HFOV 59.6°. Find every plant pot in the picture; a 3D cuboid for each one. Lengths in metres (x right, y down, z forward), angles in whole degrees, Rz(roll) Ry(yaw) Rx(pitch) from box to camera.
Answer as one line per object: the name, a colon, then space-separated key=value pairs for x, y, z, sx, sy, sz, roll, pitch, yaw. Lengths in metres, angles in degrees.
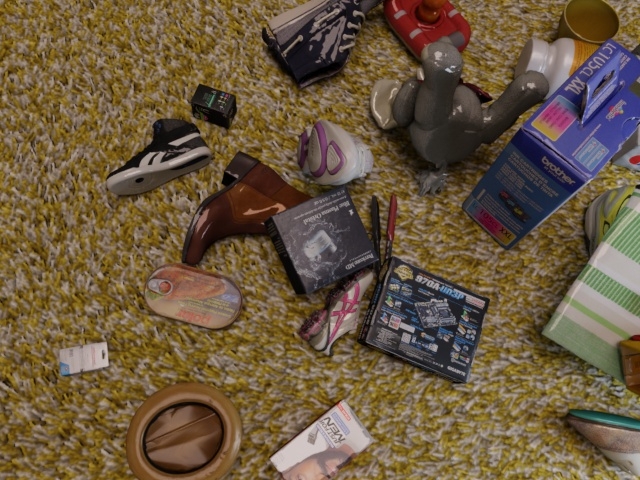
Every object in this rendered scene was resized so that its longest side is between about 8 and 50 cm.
plant pot: x=0.620 y=-0.495 z=1.327 sx=0.134 sy=0.095 sz=0.134 roll=2 pitch=71 yaw=-5

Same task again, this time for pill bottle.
pill bottle: x=0.576 y=-0.376 z=1.261 sx=0.246 sy=0.136 sz=0.136 roll=14 pitch=71 yaw=-1

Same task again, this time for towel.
towel: x=0.594 y=0.098 z=1.031 sx=0.248 sy=0.038 sz=0.324 roll=32 pitch=92 yaw=-3

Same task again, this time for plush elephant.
plush elephant: x=0.249 y=-0.290 z=1.155 sx=0.272 sy=0.330 sz=0.255 roll=2 pitch=48 yaw=-18

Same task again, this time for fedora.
fedora: x=-0.234 y=0.342 z=0.971 sx=0.194 sy=0.079 sz=0.194 roll=4 pitch=69 yaw=-10

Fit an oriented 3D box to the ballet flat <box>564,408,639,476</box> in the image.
ballet flat: x=0.605 y=0.379 z=1.028 sx=0.316 sy=0.107 sz=0.106 roll=6 pitch=85 yaw=-3

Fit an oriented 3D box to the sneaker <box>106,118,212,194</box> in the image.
sneaker: x=-0.345 y=-0.179 z=1.145 sx=0.217 sy=0.079 sz=0.121 roll=-23 pitch=71 yaw=-21

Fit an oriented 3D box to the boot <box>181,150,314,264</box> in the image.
boot: x=-0.105 y=-0.008 z=1.118 sx=0.280 sy=0.096 sz=0.264 roll=31 pitch=65 yaw=-3

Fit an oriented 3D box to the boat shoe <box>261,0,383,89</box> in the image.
boat shoe: x=0.052 y=-0.469 z=1.238 sx=0.341 sy=0.127 sz=0.158 roll=-28 pitch=81 yaw=7

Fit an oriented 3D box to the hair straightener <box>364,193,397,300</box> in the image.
hair straightener: x=0.106 y=0.016 z=1.142 sx=0.089 sy=0.047 sz=0.230 roll=1 pitch=76 yaw=18

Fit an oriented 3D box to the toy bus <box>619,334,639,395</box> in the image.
toy bus: x=0.632 y=0.212 z=0.965 sx=0.191 sy=0.104 sz=0.202 roll=35 pitch=92 yaw=-2

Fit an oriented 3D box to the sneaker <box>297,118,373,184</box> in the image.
sneaker: x=0.045 y=-0.169 z=1.069 sx=0.152 sy=0.305 sz=0.114 roll=5 pitch=103 yaw=-12

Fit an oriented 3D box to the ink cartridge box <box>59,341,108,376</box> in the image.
ink cartridge box: x=-0.428 y=0.217 z=1.022 sx=0.083 sy=0.028 sz=0.048 roll=-9 pitch=72 yaw=-8

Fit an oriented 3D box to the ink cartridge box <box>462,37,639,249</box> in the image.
ink cartridge box: x=0.453 y=-0.178 z=1.044 sx=0.151 sy=0.395 sz=0.270 roll=44 pitch=73 yaw=10

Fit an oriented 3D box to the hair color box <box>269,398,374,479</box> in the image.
hair color box: x=0.002 y=0.371 z=0.997 sx=0.167 sy=0.053 sz=0.093 roll=-36 pitch=79 yaw=-14

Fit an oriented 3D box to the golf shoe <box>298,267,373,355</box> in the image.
golf shoe: x=0.045 y=0.135 z=1.078 sx=0.086 sy=0.067 sz=0.186 roll=42 pitch=83 yaw=-11

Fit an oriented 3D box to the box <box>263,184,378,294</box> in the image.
box: x=0.000 y=0.000 z=1.051 sx=0.156 sy=0.093 sz=0.158 roll=-25 pitch=91 yaw=-15

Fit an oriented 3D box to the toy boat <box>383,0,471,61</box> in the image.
toy boat: x=0.247 y=-0.529 z=1.275 sx=0.151 sy=0.151 sz=0.231 roll=-33 pitch=77 yaw=-15

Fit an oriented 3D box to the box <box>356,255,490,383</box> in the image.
box: x=0.199 y=0.153 z=1.067 sx=0.220 sy=0.051 sz=0.175 roll=23 pitch=72 yaw=-9

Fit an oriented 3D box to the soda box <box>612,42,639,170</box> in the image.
soda box: x=0.739 y=-0.305 z=1.272 sx=0.091 sy=0.098 sz=0.286 roll=15 pitch=71 yaw=-1

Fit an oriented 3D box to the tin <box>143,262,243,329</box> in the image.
tin: x=-0.242 y=0.109 z=1.073 sx=0.190 sy=0.040 sz=0.106 roll=16 pitch=67 yaw=0

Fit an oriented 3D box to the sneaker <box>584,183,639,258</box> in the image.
sneaker: x=0.613 y=0.066 z=1.108 sx=0.145 sy=0.147 sz=0.384 roll=3 pitch=74 yaw=-6

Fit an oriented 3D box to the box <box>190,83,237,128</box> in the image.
box: x=-0.227 y=-0.286 z=1.195 sx=0.083 sy=0.062 sz=0.052 roll=18 pitch=69 yaw=1
